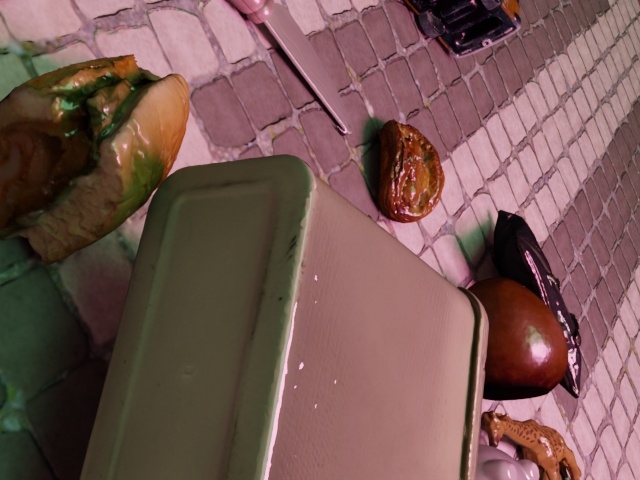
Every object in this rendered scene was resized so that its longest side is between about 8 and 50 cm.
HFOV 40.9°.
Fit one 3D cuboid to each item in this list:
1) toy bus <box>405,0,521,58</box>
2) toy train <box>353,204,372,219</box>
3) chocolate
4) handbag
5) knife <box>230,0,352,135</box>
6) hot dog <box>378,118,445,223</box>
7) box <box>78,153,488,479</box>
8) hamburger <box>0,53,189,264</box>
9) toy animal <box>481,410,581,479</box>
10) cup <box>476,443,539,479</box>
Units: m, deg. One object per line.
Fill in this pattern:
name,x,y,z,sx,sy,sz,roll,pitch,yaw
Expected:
toy bus,0.191,-0.430,1.329,0.275,0.138,0.167,37,46,-36
toy train,0.000,0.000,0.946,0.099,0.081,0.149,26,62,-47
chocolate,0.253,0.129,1.155,0.176,0.176,0.177,26,56,-45
handbag,0.327,0.091,1.294,0.211,0.088,0.254,-76,144,-75
knife,-0.053,-0.256,1.029,0.336,0.043,0.081,49,35,-38
hot dog,0.116,-0.096,1.146,0.099,0.065,0.147,26,57,-33
box,-0.006,0.155,0.702,0.344,0.177,0.352,39,54,-52
hamburger,-0.165,-0.081,0.705,0.207,0.155,0.135,-43,115,-59
toy animal,0.312,0.311,1.240,0.276,0.054,0.149,56,42,-25
cup,0.170,0.283,0.989,0.134,0.142,0.174,-7,80,-53
